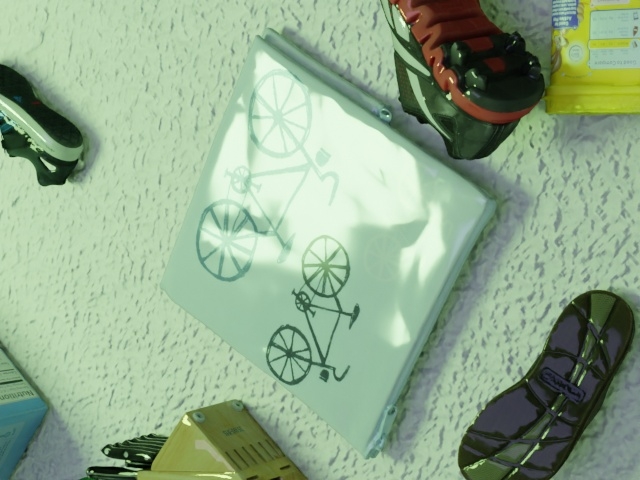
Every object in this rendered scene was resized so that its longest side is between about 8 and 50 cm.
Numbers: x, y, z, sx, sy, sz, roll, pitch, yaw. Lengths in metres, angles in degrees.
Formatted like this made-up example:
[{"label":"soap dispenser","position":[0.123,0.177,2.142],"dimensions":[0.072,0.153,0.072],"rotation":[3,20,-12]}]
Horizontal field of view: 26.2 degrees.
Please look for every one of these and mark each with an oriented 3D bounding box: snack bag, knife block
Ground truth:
[{"label":"snack bag","position":[0.000,0.000,1.398],"dimensions":[0.342,0.037,0.323],"rotation":[36,115,29]},{"label":"knife block","position":[-0.132,0.306,1.494],"dimensions":[0.275,0.088,0.242],"rotation":[45,119,25]}]

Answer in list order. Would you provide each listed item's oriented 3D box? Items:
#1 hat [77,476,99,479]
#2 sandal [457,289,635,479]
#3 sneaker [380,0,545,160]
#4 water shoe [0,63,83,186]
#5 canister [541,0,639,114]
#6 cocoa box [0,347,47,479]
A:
[{"label":"hat","position":[-0.271,0.405,1.629],"dimensions":[0.183,0.173,0.208],"rotation":[46,147,-13]},{"label":"sandal","position":[0.210,0.140,1.245],"dimensions":[0.090,0.060,0.219],"rotation":[34,99,23]},{"label":"sneaker","position":[0.105,-0.184,1.257],"dimensions":[0.135,0.097,0.276],"rotation":[106,146,-50]},{"label":"water shoe","position":[-0.367,-0.139,1.639],"dimensions":[0.203,0.073,0.080],"rotation":[41,119,27]},{"label":"canister","position":[0.255,-0.192,1.166],"dimensions":[0.126,0.073,0.170],"rotation":[4,95,37]},{"label":"cocoa box","position":[-0.545,0.271,1.711],"dimensions":[0.228,0.231,0.347],"rotation":[45,118,24]}]
